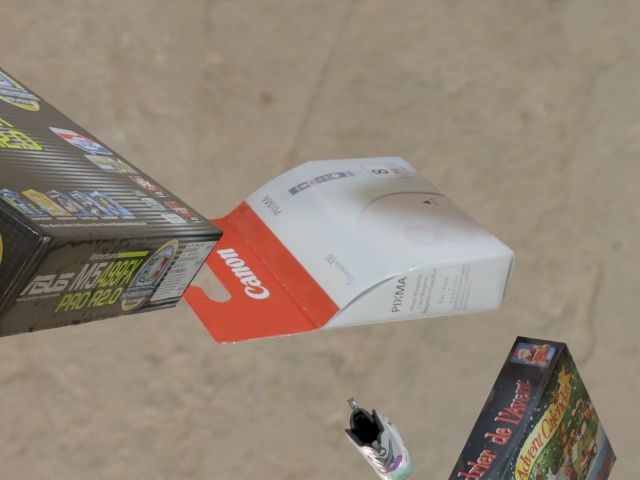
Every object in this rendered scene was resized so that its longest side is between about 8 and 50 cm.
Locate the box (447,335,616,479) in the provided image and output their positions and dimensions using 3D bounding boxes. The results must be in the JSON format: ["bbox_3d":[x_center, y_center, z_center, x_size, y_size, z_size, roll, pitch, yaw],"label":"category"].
[{"bbox_3d":[0.149,0.213,1.214,0.044,0.233,0.159,7,143,34],"label":"box"}]

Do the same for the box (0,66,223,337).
[{"bbox_3d":[-0.188,-0.041,0.847,0.216,0.270,0.060,36,99,11],"label":"box"}]

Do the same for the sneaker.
[{"bbox_3d":[0.038,0.150,1.287,0.038,0.098,0.069,-39,119,-4],"label":"sneaker"}]

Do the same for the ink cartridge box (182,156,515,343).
[{"bbox_3d":[0.000,0.000,1.192,0.189,0.232,0.066,46,131,52],"label":"ink cartridge box"}]
